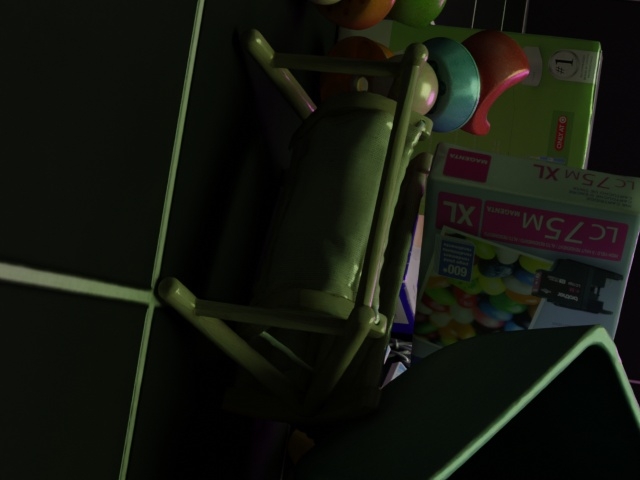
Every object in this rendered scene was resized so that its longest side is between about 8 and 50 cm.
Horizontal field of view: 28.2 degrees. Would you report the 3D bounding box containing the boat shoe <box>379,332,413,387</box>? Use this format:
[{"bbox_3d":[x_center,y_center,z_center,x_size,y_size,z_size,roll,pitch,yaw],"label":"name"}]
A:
[{"bbox_3d":[0.104,0.168,1.774,0.254,0.095,0.079,-46,143,-71],"label":"boat shoe"}]

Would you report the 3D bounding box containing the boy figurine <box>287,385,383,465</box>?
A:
[{"bbox_3d":[0.031,0.252,1.520,0.177,0.092,0.285,-59,165,6],"label":"boy figurine"}]

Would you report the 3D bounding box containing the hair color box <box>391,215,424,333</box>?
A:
[{"bbox_3d":[0.100,-0.073,1.596,0.185,0.110,0.339,66,32,-64],"label":"hair color box"}]

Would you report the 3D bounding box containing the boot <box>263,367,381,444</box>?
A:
[{"bbox_3d":[0.043,0.076,1.292,0.236,0.089,0.270,42,49,-40],"label":"boot"}]

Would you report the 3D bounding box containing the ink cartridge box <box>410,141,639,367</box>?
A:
[{"bbox_3d":[0.182,0.061,1.183,0.065,0.185,0.311,-69,165,-45],"label":"ink cartridge box"}]

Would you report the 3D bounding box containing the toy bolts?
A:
[{"bbox_3d":[0.054,-0.168,1.211,0.158,0.228,0.218,-10,136,-47],"label":"toy bolts"}]

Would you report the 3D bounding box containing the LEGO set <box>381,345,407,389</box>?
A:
[{"bbox_3d":[0.039,0.164,1.384,0.182,0.060,0.244,53,34,-14],"label":"LEGO set"}]

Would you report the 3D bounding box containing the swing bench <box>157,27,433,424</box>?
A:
[{"bbox_3d":[0.000,0.000,1.080,0.255,0.165,0.253,74,27,-61],"label":"swing bench"}]

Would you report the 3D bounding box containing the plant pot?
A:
[{"bbox_3d":[0.120,0.228,1.100,0.248,0.252,0.247,-37,112,-30],"label":"plant pot"}]

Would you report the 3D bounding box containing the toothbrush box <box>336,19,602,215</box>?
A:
[{"bbox_3d":[0.155,-0.125,1.403,0.122,0.283,0.206,-3,100,-78],"label":"toothbrush box"}]
